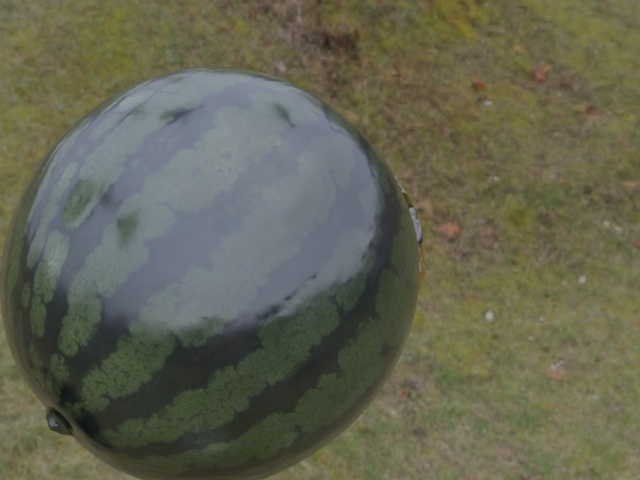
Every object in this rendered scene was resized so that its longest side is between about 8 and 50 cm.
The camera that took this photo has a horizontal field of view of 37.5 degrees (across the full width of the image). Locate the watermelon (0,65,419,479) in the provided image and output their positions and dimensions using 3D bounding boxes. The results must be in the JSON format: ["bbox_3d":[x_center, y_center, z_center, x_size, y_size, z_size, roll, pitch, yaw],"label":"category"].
[{"bbox_3d":[-0.056,0.020,0.481,0.212,0.212,0.212,1,28,-1],"label":"watermelon"}]

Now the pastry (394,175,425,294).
[{"bbox_3d":[0.056,0.006,1.323,0.121,0.257,0.236,-23,10,35],"label":"pastry"}]

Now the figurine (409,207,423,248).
[{"bbox_3d":[0.000,0.000,1.037,0.229,0.112,0.137,18,49,22],"label":"figurine"}]
